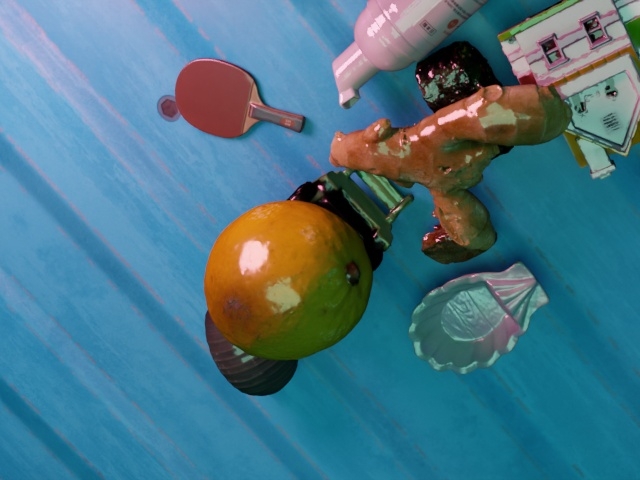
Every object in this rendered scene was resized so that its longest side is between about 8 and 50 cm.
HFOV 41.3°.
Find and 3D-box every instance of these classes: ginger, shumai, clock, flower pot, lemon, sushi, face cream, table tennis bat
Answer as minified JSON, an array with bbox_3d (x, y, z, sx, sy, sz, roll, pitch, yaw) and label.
[{"bbox_3d":[0.205,-0.159,1.458,0.348,0.122,0.363,21,143,-4],"label":"ginger"},{"bbox_3d":[0.277,-0.011,1.666,0.139,0.105,0.123,11,159,18],"label":"shumai"},{"bbox_3d":[0.477,-0.272,1.455,0.235,0.166,0.310,-24,98,22],"label":"clock"},{"bbox_3d":[-0.145,0.215,1.796,0.157,0.189,0.243,-30,112,8],"label":"flower pot"},{"bbox_3d":[-0.060,0.070,1.479,0.297,0.297,0.297,5,114,11],"label":"lemon"},{"bbox_3d":[0.268,-0.248,1.531,0.127,0.124,0.225,-23,110,25],"label":"sushi"},{"bbox_3d":[0.149,-0.388,1.489,0.369,0.145,0.145,-39,100,23],"label":"face cream"},{"bbox_3d":[-0.162,-0.269,1.685,0.274,0.021,0.154,18,116,7],"label":"table tennis bat"}]

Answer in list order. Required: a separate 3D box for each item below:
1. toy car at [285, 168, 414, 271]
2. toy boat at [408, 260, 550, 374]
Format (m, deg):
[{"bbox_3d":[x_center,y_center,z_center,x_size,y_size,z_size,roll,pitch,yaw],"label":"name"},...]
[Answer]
[{"bbox_3d":[0.000,0.000,1.685,0.213,0.176,0.358,44,119,-6],"label":"toy car"},{"bbox_3d":[0.314,0.145,1.707,0.290,0.100,0.199,-34,102,25],"label":"toy boat"}]
